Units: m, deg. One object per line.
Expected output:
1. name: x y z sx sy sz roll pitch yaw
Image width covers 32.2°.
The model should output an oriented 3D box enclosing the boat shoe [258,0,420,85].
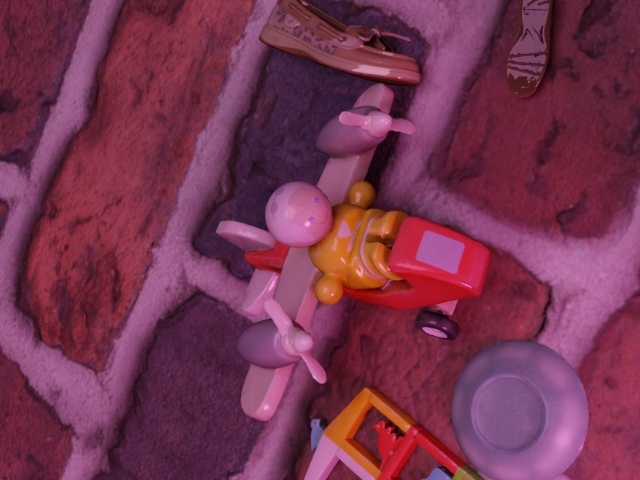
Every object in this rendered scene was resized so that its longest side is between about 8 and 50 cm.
1. boat shoe: 0.029 -0.295 1.621 0.285 0.104 0.089 24 100 32

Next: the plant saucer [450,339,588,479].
1. plant saucer: 0.254 0.227 1.462 0.195 0.037 0.195 -5 81 31

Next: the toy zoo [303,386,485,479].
1. toy zoo: 0.092 0.341 1.549 0.293 0.030 0.192 38 104 29

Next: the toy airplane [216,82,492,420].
1. toy airplane: 0.000 0.000 1.502 0.384 0.272 0.386 -34 51 13

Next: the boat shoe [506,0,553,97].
1. boat shoe: 0.287 -0.269 1.502 0.056 0.048 0.153 7 95 20
